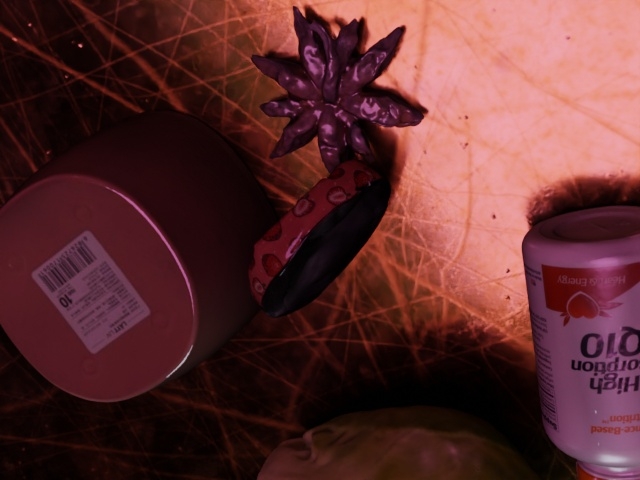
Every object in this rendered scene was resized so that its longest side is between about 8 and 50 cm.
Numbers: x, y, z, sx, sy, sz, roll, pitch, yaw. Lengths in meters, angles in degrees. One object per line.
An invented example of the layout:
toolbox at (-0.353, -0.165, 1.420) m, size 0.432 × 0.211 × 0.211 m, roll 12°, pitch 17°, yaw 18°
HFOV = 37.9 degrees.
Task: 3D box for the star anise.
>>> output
star anise at (0.014, -0.146, 0.989) m, size 0.195 × 0.065 × 0.183 m, roll 11°, pitch 110°, yaw 6°

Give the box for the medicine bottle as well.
medicine bottle at (0.299, 0.121, 0.949) m, size 0.156 × 0.157 × 0.289 m, roll -6°, pitch 105°, yaw 16°

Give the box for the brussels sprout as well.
brussels sprout at (0.094, 0.323, 1.004) m, size 0.354 × 0.281 × 0.289 m, roll 14°, pitch 136°, yaw 28°

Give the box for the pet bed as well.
pet bed at (0.000, 0.000, 0.973) m, size 0.053 × 0.201 × 0.201 m, roll 43°, pitch 112°, yaw 14°

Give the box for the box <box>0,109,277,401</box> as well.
box at (-0.209, 0.019, 1.018) m, size 0.300 × 0.216 × 0.301 m, roll 4°, pitch 106°, yaw 14°
